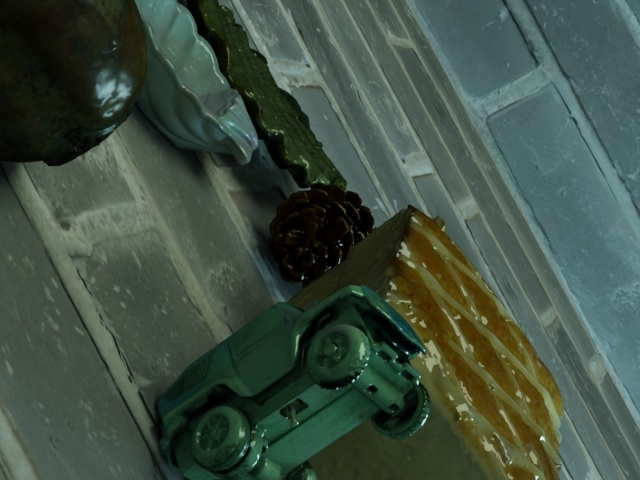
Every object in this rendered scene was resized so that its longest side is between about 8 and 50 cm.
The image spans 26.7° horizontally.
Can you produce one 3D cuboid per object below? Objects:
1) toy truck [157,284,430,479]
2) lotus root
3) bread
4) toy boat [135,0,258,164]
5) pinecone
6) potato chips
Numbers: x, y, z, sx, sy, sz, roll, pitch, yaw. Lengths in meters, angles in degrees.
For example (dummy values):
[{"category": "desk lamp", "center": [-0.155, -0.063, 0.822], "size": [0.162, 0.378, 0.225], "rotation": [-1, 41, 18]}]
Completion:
[{"category": "toy truck", "center": [-0.028, 0.160, 1.393], "size": [0.155, 0.279, 0.156], "rotation": [42, 17, -43]}, {"category": "lotus root", "center": [-0.313, -0.229, 1.303], "size": [0.346, 0.250, 0.250], "rotation": [56, 18, -31]}, {"category": "bread", "center": [0.108, 0.204, 1.689], "size": [0.390, 0.279, 0.371], "rotation": [56, 21, -15]}, {"category": "toy boat", "center": [-0.193, -0.220, 1.796], "size": [0.290, 0.100, 0.199], "rotation": [53, 20, -20]}, {"category": "pinecone", "center": [0.000, 0.000, 1.894], "size": [0.173, 0.173, 0.173], "rotation": [51, 21, -28]}, {"category": "potato chips", "center": [-0.095, -0.246, 2.055], "size": [0.358, 0.070, 0.429], "rotation": [46, 14, -48]}]
